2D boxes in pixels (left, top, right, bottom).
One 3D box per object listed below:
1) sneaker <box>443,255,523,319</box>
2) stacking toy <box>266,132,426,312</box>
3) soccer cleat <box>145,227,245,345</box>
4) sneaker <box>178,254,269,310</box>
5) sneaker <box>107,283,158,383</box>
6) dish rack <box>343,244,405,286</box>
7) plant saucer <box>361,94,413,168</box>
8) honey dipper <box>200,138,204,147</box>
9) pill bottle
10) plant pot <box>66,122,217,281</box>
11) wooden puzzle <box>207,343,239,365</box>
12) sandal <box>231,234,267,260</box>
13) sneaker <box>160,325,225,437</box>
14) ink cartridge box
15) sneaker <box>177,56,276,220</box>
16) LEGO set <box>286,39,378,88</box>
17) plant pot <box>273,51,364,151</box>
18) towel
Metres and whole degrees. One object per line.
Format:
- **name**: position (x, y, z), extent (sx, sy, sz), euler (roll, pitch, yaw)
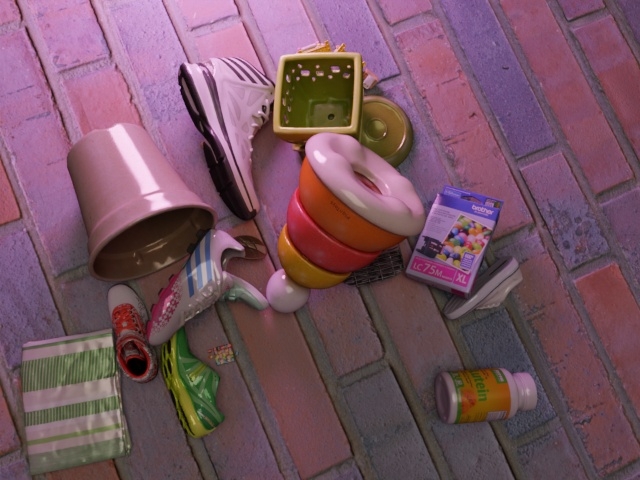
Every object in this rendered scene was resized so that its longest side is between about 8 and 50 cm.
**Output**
- **sneaker**: position (0.466, 0.153, 1.751), extent (0.258, 0.094, 0.091), euler (-36, 105, -4)
- **stacking toy**: position (0.000, 0.000, 1.588), extent (0.350, 0.350, 0.480), euler (40, 115, 1)
- **soccer cleat**: position (-0.302, 0.124, 1.543), extent (0.143, 0.116, 0.331), euler (25, 73, 7)
- **sneaker**: position (-0.270, 0.158, 1.643), extent (0.255, 0.094, 0.151), euler (27, 71, 8)
- **sneaker**: position (-0.478, 0.228, 1.576), extent (0.090, 0.145, 0.270), euler (-18, 82, -11)
- **dish rack**: position (0.118, -0.011, 1.745), extent (0.208, 0.074, 0.272), euler (-13, 83, -9)
- **plant saucer**: position (0.159, -0.319, 1.824), extent (0.240, 0.037, 0.241), euler (1, 79, -7)
- **honey dipper**: position (-0.303, -0.334, 1.767), extent (0.030, 0.030, 0.161), euler (20, 80, -4)
- **pill bottle**: position (0.443, 0.413, 1.673), extent (0.245, 0.136, 0.137), euler (-2, 80, -8)
- **plant pot**: position (-0.476, -0.113, 1.574), extent (0.333, 0.334, 0.306), euler (-27, 74, -12)
- **wooden puzzle**: position (-0.258, 0.304, 1.663), extent (0.083, 0.006, 0.050), euler (-14, 81, -10)
- **sandal**: position (-0.236, 0.029, 1.696), extent (0.180, 0.049, 0.072), euler (-4, 67, -11)
- **sneaker**: position (-0.329, 0.352, 1.609), extent (0.123, 0.109, 0.296), euler (-12, 77, -36)
- **ink cartridge box**: position (0.379, -0.012, 1.748), extent (0.185, 0.065, 0.311), euler (18, 71, 21)
- **sneaker**: position (-0.192, -0.296, 1.705), extent (0.257, 0.169, 0.448), euler (-21, 94, -23)
- **LEGO set**: position (0.028, -0.523, 1.832), extent (0.286, 0.107, 0.132), euler (-1, 114, -13)
- **plant pot**: position (0.010, -0.360, 1.706), extent (0.228, 0.207, 0.227), euler (2, 78, 12)
- **towel**: position (-0.621, 0.402, 1.581), extent (0.247, 0.038, 0.325), euler (-9, 83, -8)
